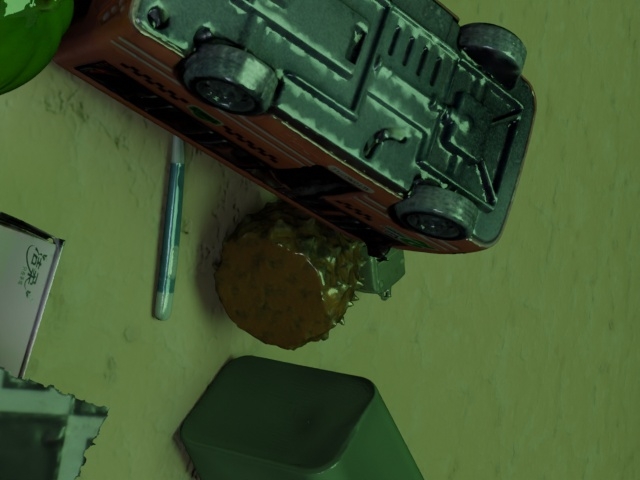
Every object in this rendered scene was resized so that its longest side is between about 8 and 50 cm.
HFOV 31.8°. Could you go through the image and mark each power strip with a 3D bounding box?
[{"bbox_3d":[0.060,-0.058,1.403,0.078,0.052,0.272,-35,124,-49],"label":"power strip"}]

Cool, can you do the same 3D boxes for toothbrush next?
[{"bbox_3d":[-0.142,-0.056,1.116,0.019,0.025,0.275,-1,98,-58],"label":"toothbrush"}]

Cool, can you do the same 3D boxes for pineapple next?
[{"bbox_3d":[0.000,0.000,1.246,0.278,0.158,0.157,-47,135,-55],"label":"pineapple"}]

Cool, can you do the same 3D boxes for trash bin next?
[{"bbox_3d":[0.006,0.304,1.250,0.158,0.223,0.343,-56,138,-34],"label":"trash bin"}]

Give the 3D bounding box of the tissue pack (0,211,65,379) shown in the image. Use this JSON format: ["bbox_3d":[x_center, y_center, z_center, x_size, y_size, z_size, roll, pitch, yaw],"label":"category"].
[{"bbox_3d":[-0.297,0.092,0.802,0.092,0.149,0.246,26,77,-57],"label":"tissue pack"}]

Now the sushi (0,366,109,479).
[{"bbox_3d":[-0.329,0.198,0.652,0.339,0.069,0.320,26,89,-28],"label":"sushi"}]

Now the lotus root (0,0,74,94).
[{"bbox_3d":[-0.242,-0.177,0.803,0.186,0.186,0.186,-19,112,-54],"label":"lotus root"}]

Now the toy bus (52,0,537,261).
[{"bbox_3d":[-0.011,-0.146,1.016,0.427,0.233,0.203,31,70,-33],"label":"toy bus"}]
